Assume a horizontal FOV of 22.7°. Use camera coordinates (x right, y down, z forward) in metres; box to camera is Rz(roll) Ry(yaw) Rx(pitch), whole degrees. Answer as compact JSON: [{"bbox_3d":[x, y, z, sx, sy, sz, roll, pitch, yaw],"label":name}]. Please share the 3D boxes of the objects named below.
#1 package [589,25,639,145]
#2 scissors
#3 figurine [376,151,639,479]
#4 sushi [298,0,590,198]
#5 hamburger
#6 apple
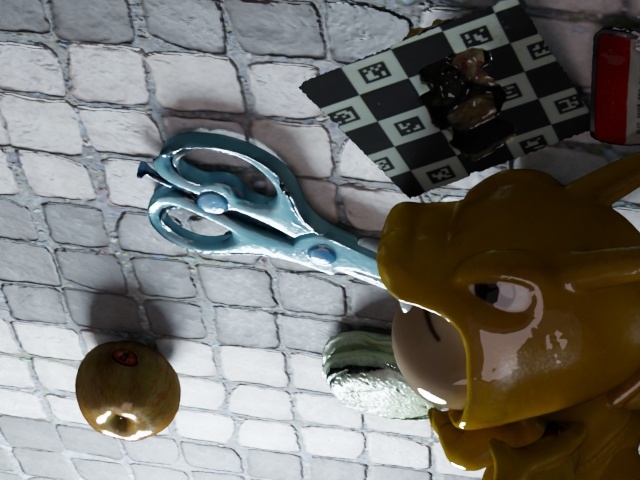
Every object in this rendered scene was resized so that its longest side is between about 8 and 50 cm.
[{"bbox_3d":[0.343,-0.120,1.313,0.239,0.030,0.154,1,143,10],"label":"package"},{"bbox_3d":[0.000,-0.001,1.595,0.393,0.032,0.180,23,144,-13],"label":"scissors"},{"bbox_3d":[0.245,0.109,1.494,0.401,0.268,0.387,-25,127,-10],"label":"figurine"},{"bbox_3d":[0.110,-0.133,1.352,0.192,0.050,0.215,-20,146,19],"label":"sushi"},{"bbox_3d":[0.068,0.152,1.767,0.140,0.062,0.133,4,146,8],"label":"hamburger"},{"bbox_3d":[-0.226,0.178,1.861,0.126,0.102,0.126,8,144,6],"label":"apple"}]
